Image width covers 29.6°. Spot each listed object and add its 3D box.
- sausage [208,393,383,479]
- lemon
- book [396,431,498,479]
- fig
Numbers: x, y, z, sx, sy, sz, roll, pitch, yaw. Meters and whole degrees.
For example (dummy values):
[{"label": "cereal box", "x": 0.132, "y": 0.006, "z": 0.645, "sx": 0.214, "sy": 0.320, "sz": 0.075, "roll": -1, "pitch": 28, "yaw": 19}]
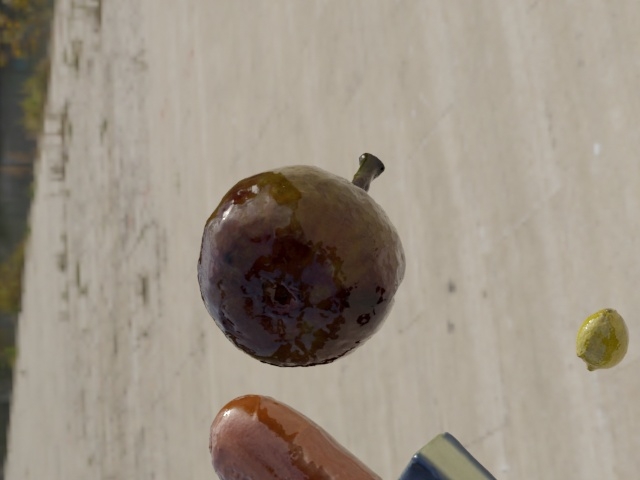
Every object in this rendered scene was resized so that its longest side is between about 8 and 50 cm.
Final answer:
[{"label": "sausage", "x": -0.021, "y": 0.281, "z": 1.425, "sx": 0.258, "sy": 0.133, "sz": 0.133, "roll": 36, "pitch": 138, "yaw": 19}, {"label": "lemon", "x": 0.345, "y": 0.124, "z": 1.481, "sx": 0.065, "sy": 0.065, "sz": 0.092, "roll": -118, "pitch": 35, "yaw": -55}, {"label": "book", "x": 0.182, "y": 0.325, "z": 0.736, "sx": 0.428, "sy": 0.039, "sz": 0.300, "roll": 42, "pitch": 148, "yaw": 15}, {"label": "fig", "x": 0.020, "y": -0.010, "z": 1.115, "sx": 0.190, "sy": 0.290, "sz": 0.191, "roll": 27, "pitch": 137, "yaw": 29}]
